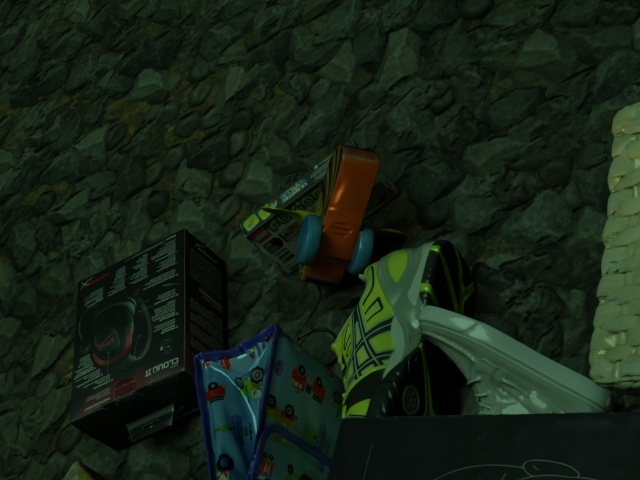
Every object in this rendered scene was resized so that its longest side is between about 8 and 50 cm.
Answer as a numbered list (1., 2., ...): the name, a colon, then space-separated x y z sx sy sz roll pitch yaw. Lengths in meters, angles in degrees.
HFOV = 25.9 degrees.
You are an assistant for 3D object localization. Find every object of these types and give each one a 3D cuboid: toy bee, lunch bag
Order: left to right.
1. lunch bag: -0.046 0.291 1.712 0.138 0.221 0.293 -23 47 25
2. toy bee: 0.000 0.000 1.947 0.298 0.195 0.162 -55 16 8

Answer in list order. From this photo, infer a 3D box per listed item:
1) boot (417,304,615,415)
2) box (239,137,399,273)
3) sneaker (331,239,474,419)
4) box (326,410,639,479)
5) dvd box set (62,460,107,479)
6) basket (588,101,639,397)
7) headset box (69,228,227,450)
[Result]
1. boot: 0.206 0.179 1.639 0.258 0.095 0.123 26 81 25
2. box: -0.001 -0.047 2.015 0.207 0.114 0.036 -36 42 12
3. sneaker: 0.087 0.175 1.761 0.147 0.145 0.384 -11 42 35
4. box: 0.226 0.430 1.321 0.472 0.297 0.479 -5 57 36
5. dvd box set: -0.353 0.455 1.817 0.307 0.062 0.420 -59 13 -11
6. basket: 0.466 0.007 1.358 0.331 0.266 0.328 -16 62 60
7. headset box: -0.254 0.160 2.073 0.218 0.110 0.293 -26 45 23
